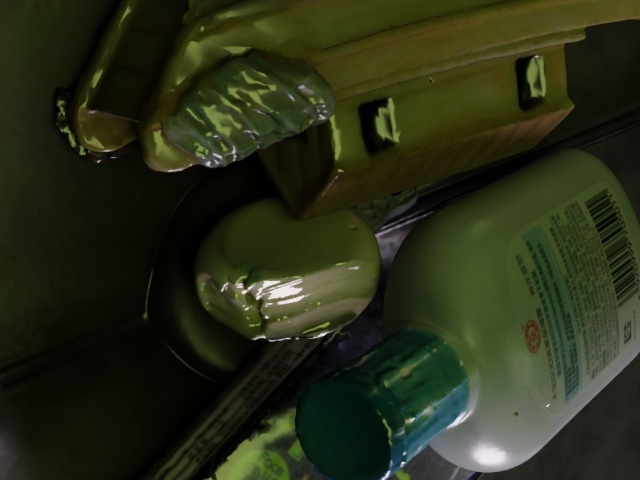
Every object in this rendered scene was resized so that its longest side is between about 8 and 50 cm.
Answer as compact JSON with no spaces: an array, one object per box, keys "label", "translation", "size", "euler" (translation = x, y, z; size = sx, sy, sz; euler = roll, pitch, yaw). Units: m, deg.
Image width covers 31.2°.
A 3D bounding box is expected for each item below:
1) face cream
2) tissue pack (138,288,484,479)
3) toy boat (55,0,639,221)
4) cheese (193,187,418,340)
[{"label":"face cream","translation":[0.106,0.053,0.696],"size":[0.336,0.080,0.163],"euler":[-26,103,-50]},{"label":"tissue pack","translation":[-0.014,0.162,0.711],"size":[0.235,0.073,0.173],"euler":[-47,121,-17]},{"label":"toy boat","translation":[0.074,-0.114,0.677],"size":[0.445,0.136,0.162],"euler":[-21,110,-30]},{"label":"cheese","translation":[0.004,0.004,0.679],"size":[0.171,0.092,0.048],"euler":[-17,136,-31]}]
